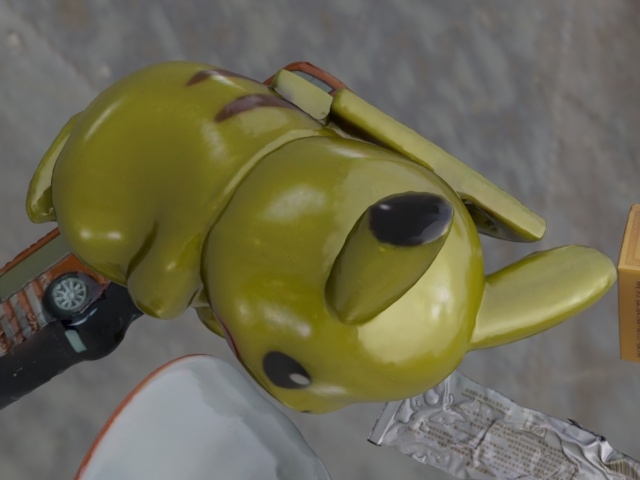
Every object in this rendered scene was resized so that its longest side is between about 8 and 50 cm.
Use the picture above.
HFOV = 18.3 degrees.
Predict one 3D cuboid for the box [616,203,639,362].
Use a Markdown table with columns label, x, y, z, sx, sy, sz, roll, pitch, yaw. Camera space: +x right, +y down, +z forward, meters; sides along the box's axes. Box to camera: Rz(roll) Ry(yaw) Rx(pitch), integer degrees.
| label | x | y | z | sx | sy | sz | roll | pitch | yaw |
| --- | --- | --- | --- | --- | --- | --- | --- | --- | --- |
| box | 0.406 | 0.058 | 1.772 | 0.174 | 0.274 | 0.076 | 74 | 28 | -59 |

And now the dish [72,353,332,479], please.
| label | x | y | z | sx | sy | sz | roll | pitch | yaw |
| --- | --- | --- | --- | --- | --- | --- | --- | --- | --- |
| dish | -0.028 | 0.178 | 0.766 | 0.260 | 0.085 | 0.260 | 6 | 90 | -72 |

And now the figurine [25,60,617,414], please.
| label | x | y | z | sx | sy | sz | roll | pitch | yaw |
| --- | --- | --- | --- | --- | --- | --- | --- | --- | --- |
| figurine | -0.005 | -0.002 | 1.122 | 0.218 | 0.326 | 0.169 | 14 | 104 | -47 |

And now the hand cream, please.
| label | x | y | z | sx | sy | sz | roll | pitch | yaw |
| --- | --- | --- | --- | --- | --- | --- | --- | --- | --- |
| hand cream | 0.163 | 0.161 | 1.436 | 0.084 | 0.257 | 0.050 | -66 | 166 | -1 |

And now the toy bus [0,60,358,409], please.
| label | x | y | z | sx | sy | sz | roll | pitch | yaw |
| --- | --- | --- | --- | --- | --- | --- | --- | --- | --- |
| toy bus | -0.138 | -0.004 | 1.682 | 0.092 | 0.409 | 0.093 | 51 | -7 | 28 |
